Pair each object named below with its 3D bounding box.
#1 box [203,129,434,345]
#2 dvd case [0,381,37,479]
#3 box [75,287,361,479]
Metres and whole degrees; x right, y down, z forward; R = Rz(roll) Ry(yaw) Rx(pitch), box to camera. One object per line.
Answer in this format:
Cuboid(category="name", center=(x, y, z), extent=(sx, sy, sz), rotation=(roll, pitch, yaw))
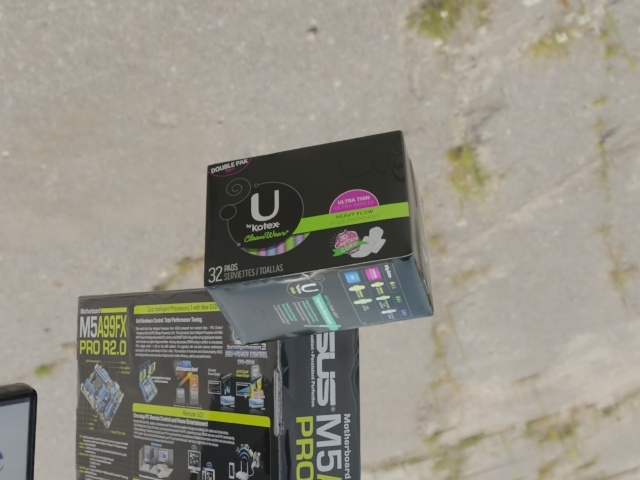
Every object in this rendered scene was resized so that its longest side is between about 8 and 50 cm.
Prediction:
Cuboid(category="box", center=(0.000, 0.000, 0.455), extent=(0.083, 0.062, 0.052), rotation=(-10, 146, 11))
Cuboid(category="dvd case", center=(-0.257, 0.218, 0.660), extent=(0.180, 0.253, 0.022), rotation=(-5, -166, -41))
Cuboid(category="box", center=(-0.077, 0.139, 0.720), extent=(0.060, 0.216, 0.270), rotation=(3, 173, -36))
